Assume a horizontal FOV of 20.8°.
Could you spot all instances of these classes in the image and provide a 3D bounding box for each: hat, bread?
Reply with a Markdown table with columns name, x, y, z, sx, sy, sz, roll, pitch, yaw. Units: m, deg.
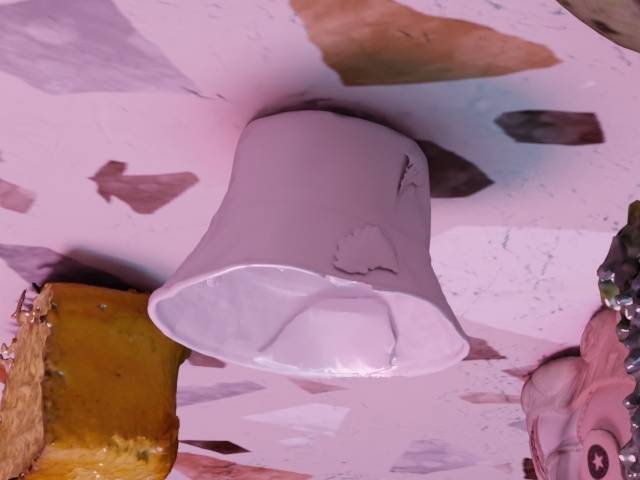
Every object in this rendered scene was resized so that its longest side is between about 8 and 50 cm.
| name | x | y | z | sx | sy | sz | roll | pitch | yaw |
| --- | --- | --- | --- | --- | --- | --- | --- | --- | --- |
| hat | 0.000 | 0.000 | 1.038 | 0.203 | 0.126 | 0.203 | 5 | 158 | 2 |
| bread | -0.174 | 0.125 | 1.357 | 0.147 | 0.160 | 0.260 | 7 | 153 | -18 |

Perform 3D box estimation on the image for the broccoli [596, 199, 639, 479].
| name | x | y | z | sx | sy | sz | roll | pitch | yaw |
| --- | --- | --- | --- | --- | --- | --- | --- | --- | --- |
| broccoli | 0.300 | 0.003 | 0.851 | 0.275 | 0.397 | 0.353 | 40 | 141 | 15 |

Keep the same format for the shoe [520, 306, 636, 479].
| name | x | y | z | sx | sy | sz | roll | pitch | yaw |
| --- | --- | --- | --- | --- | --- | --- | --- | --- | --- |
| shoe | 0.238 | 0.184 | 1.331 | 0.172 | 0.198 | 0.351 | 7 | 157 | 3 |

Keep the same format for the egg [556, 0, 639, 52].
| name | x | y | z | sx | sy | sz | roll | pitch | yaw |
| --- | --- | --- | --- | --- | --- | --- | --- | --- | --- |
| egg | 0.129 | -0.159 | 0.562 | 0.177 | 0.177 | 0.228 | -5 | 138 | 26 |
